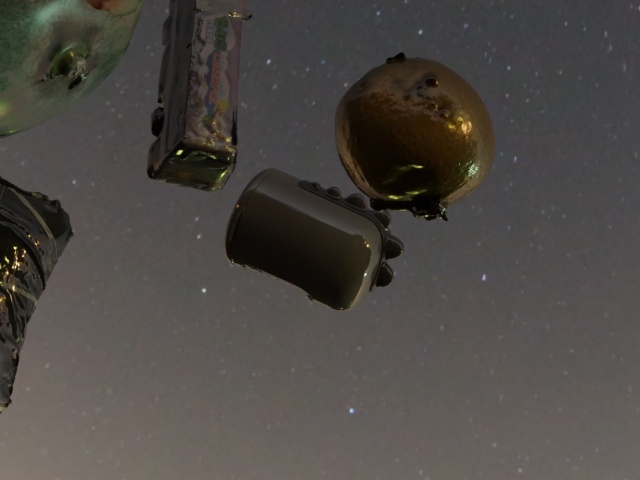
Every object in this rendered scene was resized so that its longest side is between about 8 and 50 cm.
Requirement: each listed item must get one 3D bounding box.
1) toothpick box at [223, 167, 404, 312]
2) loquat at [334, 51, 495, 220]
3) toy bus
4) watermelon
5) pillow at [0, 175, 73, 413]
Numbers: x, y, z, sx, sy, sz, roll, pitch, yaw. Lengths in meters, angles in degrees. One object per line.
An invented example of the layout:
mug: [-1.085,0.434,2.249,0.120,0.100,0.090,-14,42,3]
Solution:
toothpick box: [0.000,0.000,1.436,0.317,0.229,0.229,24,-43,15]
loquat: [0.138,-0.143,1.103,0.244,0.243,0.243,11,-46,12]
toy bus: [-0.163,-0.234,1.038,0.113,0.316,0.138,9,-21,-25]
watermelon: [-0.270,-0.157,0.664,0.175,0.322,0.188,28,-58,19]
pillow: [-0.429,0.078,0.943,0.162,0.334,0.092,21,-25,-17]
